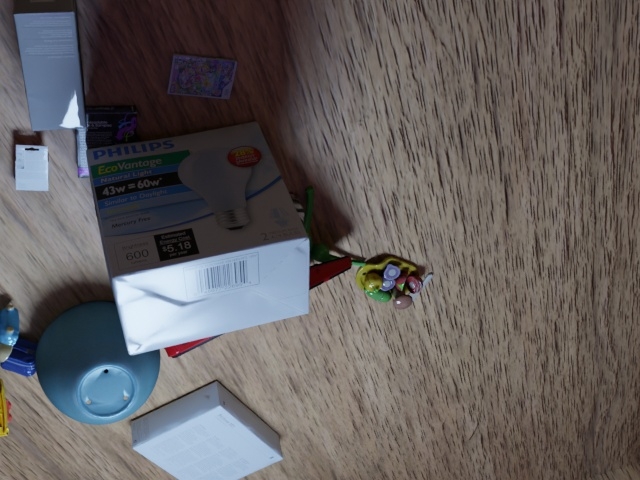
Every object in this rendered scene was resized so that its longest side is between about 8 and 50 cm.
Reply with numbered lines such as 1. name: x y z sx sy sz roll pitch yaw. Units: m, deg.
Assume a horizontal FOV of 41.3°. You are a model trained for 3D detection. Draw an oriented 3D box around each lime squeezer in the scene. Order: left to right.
1. lime squeezer: 0.000 0.000 1.991 0.110 0.059 0.310 -50 136 -12

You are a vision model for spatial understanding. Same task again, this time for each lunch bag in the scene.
1. lunch bag: -0.714 0.270 2.014 0.098 0.067 0.065 17 132 -1

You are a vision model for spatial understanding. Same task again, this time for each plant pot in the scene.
1. plant pot: -0.499 0.306 1.948 0.290 0.195 0.290 -6 107 -19

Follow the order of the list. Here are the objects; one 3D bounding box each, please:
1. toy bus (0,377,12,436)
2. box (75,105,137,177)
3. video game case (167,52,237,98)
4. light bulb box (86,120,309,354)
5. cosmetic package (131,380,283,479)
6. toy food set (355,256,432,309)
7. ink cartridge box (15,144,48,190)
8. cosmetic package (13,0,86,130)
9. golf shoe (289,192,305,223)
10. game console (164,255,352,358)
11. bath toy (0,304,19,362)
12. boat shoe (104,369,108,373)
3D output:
1. toy bus: -0.826 0.383 2.044 0.149 0.220 0.211 -12 169 12
2. box: -0.420 -0.193 1.666 0.116 0.029 0.162 -3 137 -16
3. video game case: -0.226 -0.312 1.616 0.122 0.011 0.087 2 134 -19
4. light bulb box: -0.239 -0.017 1.637 0.358 0.361 0.225 -12 137 -15
5. cosmetic package: -0.319 0.577 2.441 0.284 0.097 0.377 -25 137 11
6. toy food set: 0.193 0.120 2.145 0.218 0.071 0.128 20 126 -33
7. ink cartridge box: -0.566 -0.149 1.666 0.063 0.029 0.115 1 133 -18
8. cosmetic package: -0.461 -0.317 1.456 0.107 0.127 0.238 -6 138 -12
9. golf shoe: -0.126 -0.043 1.871 0.186 0.086 0.067 -19 138 5
10. game console: -0.145 0.142 1.916 0.386 0.060 0.342 -27 178 26
11. bath toy: -0.837 0.168 1.826 0.348 0.151 0.129 28 127 -33
12. boat shoe: -0.533 0.292 2.085 0.258 0.089 0.109 -11 137 -6
